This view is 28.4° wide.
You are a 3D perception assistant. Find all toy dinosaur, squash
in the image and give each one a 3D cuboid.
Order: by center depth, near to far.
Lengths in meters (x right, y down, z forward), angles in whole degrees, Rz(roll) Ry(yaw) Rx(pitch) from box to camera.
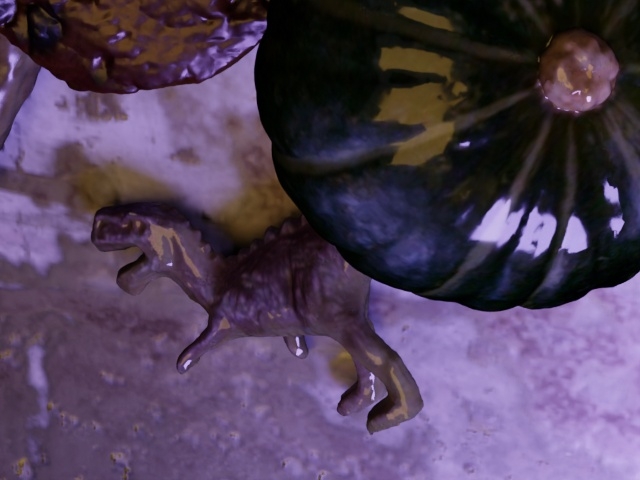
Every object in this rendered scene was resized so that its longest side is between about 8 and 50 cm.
[{"bbox_3d":[0.080,-0.074,0.528,0.218,0.172,0.218,0,92,0],"label":"squash"},{"bbox_3d":[-0.003,0.002,0.666,0.251,0.072,0.200,-31,90,39],"label":"toy dinosaur"}]

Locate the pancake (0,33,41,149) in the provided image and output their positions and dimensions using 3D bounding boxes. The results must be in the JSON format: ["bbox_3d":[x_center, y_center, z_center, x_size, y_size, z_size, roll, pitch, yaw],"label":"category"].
[{"bbox_3d":[-0.280,-0.139,0.710,0.294,0.049,0.294,8,116,18],"label":"pancake"}]

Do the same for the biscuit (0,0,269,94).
[{"bbox_3d":[-0.098,-0.164,0.611,0.192,0.049,0.192,2,107,5],"label":"biscuit"}]
